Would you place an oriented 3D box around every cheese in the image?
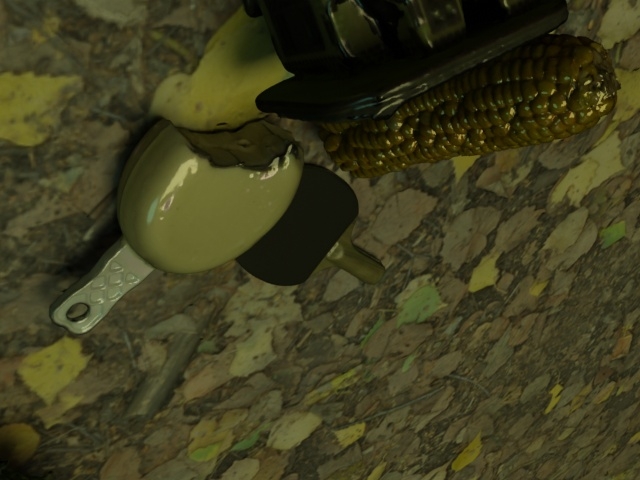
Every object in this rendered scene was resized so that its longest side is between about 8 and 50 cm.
[{"bbox_3d":[-0.125,-0.008,0.797,0.163,0.071,0.249,17,112,-47],"label":"cheese"}]

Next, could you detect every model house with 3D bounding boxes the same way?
[{"bbox_3d":[0.022,-0.254,0.656,0.218,0.205,0.279,-29,111,-21],"label":"model house"}]

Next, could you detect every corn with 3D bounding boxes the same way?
[{"bbox_3d":[0.112,-0.118,0.755,0.101,0.312,0.102,6,81,-39],"label":"corn"}]

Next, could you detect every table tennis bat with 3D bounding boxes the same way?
[{"bbox_3d":[0.000,0.000,0.960,0.138,0.022,0.246,-51,141,8],"label":"table tennis bat"}]

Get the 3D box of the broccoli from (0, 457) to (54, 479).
[{"bbox_3d":[-0.312,0.392,0.763,0.353,0.397,0.275,-2,151,-46],"label":"broccoli"}]
